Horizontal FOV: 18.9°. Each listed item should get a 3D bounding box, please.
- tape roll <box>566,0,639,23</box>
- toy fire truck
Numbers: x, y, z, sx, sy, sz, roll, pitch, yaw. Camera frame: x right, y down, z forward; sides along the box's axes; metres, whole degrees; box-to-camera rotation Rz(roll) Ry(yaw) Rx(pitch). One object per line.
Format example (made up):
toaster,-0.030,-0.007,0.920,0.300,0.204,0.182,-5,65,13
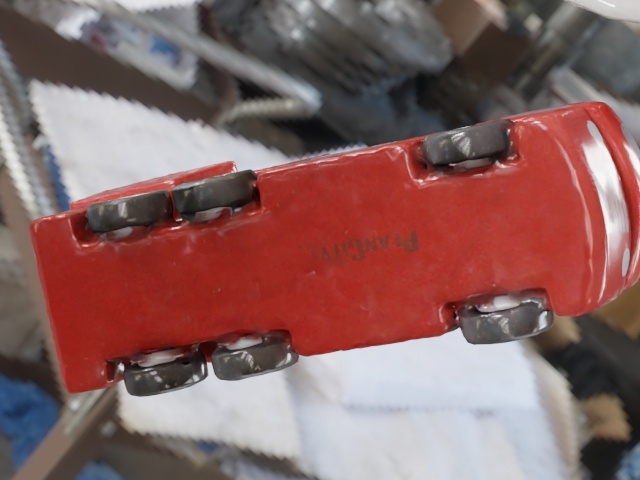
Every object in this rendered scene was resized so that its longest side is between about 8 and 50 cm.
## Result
tape roll,0.132,-0.211,0.604,0.286,0.286,0.100,40,24,-1
toy fire truck,0.000,0.000,0.488,0.135,0.192,0.047,-21,99,-63
